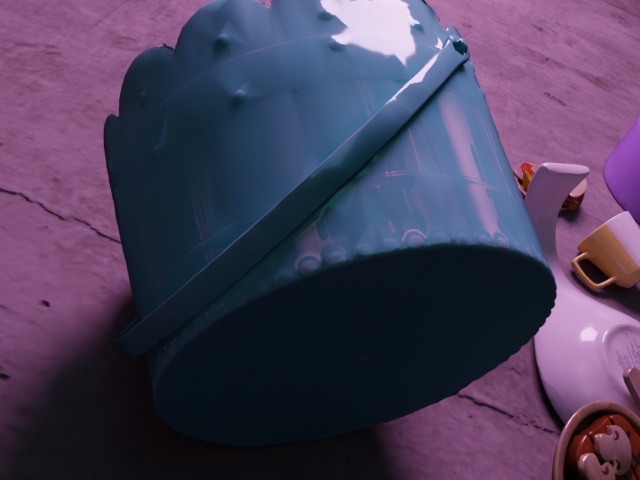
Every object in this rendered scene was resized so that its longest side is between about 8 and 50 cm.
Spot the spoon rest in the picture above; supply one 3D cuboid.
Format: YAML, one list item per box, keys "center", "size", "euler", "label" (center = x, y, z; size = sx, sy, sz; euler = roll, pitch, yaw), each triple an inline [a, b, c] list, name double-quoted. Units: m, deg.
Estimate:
- center: [0.244, 0.064, 0.627]
  size: [0.137, 0.084, 0.276]
  euler: [3, 60, -18]
  label: "spoon rest"

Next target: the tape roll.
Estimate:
- center: [0.451, -0.075, 0.834]
  size: [0.189, 0.080, 0.189]
  euler: [11, 45, -11]
  label: "tape roll"

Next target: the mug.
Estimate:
- center: [0.304, 0.018, 0.708]
  size: [0.064, 0.078, 0.062]
  euler: [56, 19, 20]
  label: "mug"

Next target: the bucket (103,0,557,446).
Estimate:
- center: [0.000, 0.000, 0.444]
  size: [0.281, 0.281, 0.183]
  euler: [-1, 53, -24]
  label: "bucket"

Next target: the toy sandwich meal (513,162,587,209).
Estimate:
- center: [0.260, -0.066, 0.781]
  size: [0.085, 0.029, 0.086]
  euler: [12, 44, -12]
  label: "toy sandwich meal"

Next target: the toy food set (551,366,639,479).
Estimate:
- center: [0.213, 0.176, 0.474]
  size: [0.192, 0.038, 0.132]
  euler: [-29, 90, -35]
  label: "toy food set"
